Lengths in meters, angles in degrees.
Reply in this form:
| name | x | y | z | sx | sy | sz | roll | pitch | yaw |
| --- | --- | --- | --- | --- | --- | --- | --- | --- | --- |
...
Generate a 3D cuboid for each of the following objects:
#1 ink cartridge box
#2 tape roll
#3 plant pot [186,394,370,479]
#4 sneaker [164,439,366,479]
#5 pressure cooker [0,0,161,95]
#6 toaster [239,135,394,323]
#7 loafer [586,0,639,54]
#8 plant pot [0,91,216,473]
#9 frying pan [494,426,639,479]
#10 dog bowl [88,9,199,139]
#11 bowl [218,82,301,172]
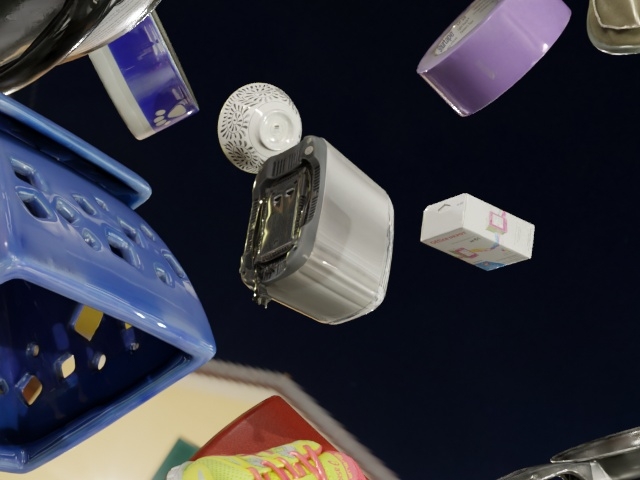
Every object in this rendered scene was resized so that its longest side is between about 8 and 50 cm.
| name | x | y | z | sx | sy | sz | roll | pitch | yaw |
| --- | --- | --- | --- | --- | --- | --- | --- | --- | --- |
| ink cartridge box | 0.206 | -0.010 | 1.508 | 0.122 | 0.052 | 0.088 | 24 | -25 | -27 |
| tape roll | 0.213 | -0.248 | 1.415 | 0.080 | 0.189 | 0.189 | 43 | -26 | -12 |
| plant pot | -0.098 | 0.407 | 1.537 | 0.267 | 0.267 | 0.235 | 39 | 22 | 24 |
| sneaker | -0.025 | 0.157 | 0.709 | 0.081 | 0.094 | 0.208 | 63 | 10 | 13 |
| pressure cooker | -0.354 | -0.365 | 1.217 | 0.370 | 0.375 | 0.420 | 115 | -43 | -67 |
| toaster | 0.000 | 0.000 | 1.346 | 0.146 | 0.227 | 0.129 | 31 | -41 | -32 |
| loafer | 0.368 | -0.318 | 1.401 | 0.094 | 0.251 | 0.087 | -8 | -48 | 9 |
| plant pot | -0.257 | 0.029 | 0.920 | 0.236 | 0.212 | 0.236 | -33 | -34 | 19 |
| frying pan | 0.328 | 0.234 | 1.229 | 0.197 | 0.053 | 0.326 | -20 | -8 | 27 |
| dog bowl | -0.282 | -0.290 | 1.706 | 0.265 | 0.104 | 0.265 | 155 | -90 | -89 |
| bowl | -0.097 | -0.205 | 2.105 | 0.170 | 0.170 | 0.080 | 46 | -14 | -25 |
